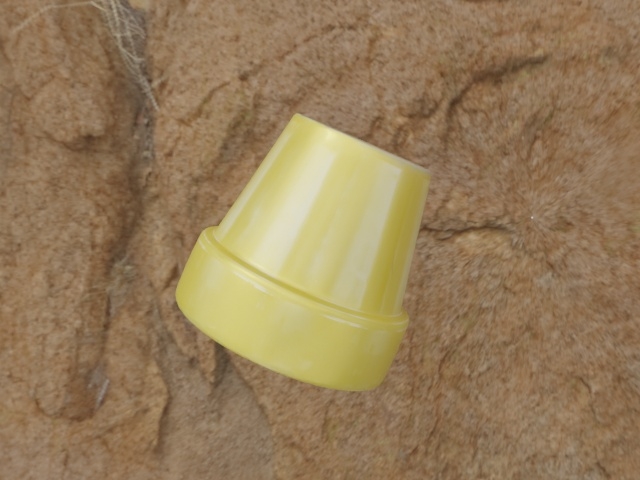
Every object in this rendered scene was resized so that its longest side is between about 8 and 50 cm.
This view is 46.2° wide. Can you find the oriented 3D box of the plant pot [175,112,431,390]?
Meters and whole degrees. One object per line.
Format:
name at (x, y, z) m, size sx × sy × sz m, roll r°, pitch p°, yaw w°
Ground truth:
plant pot at (0.000, 0.000, 0.829) m, size 0.254 × 0.254 × 0.239 m, roll 25°, pitch 98°, yaw 14°
